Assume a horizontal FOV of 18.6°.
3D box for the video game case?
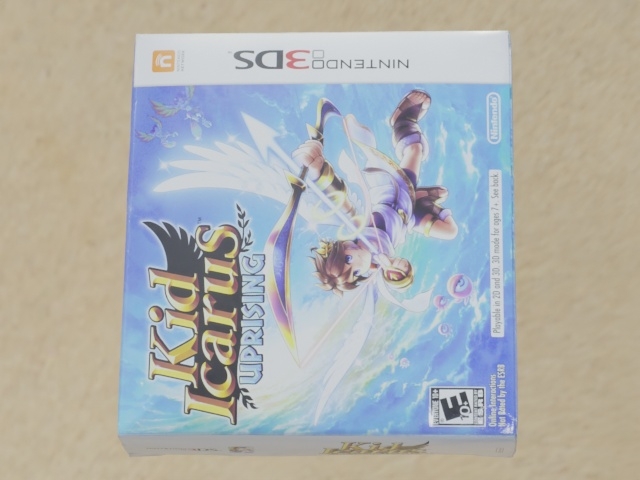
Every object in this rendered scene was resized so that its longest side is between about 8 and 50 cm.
[{"bbox_3d":[0.000,0.000,1.235,0.244,0.061,0.269,-1,72,4],"label":"video game case"}]
